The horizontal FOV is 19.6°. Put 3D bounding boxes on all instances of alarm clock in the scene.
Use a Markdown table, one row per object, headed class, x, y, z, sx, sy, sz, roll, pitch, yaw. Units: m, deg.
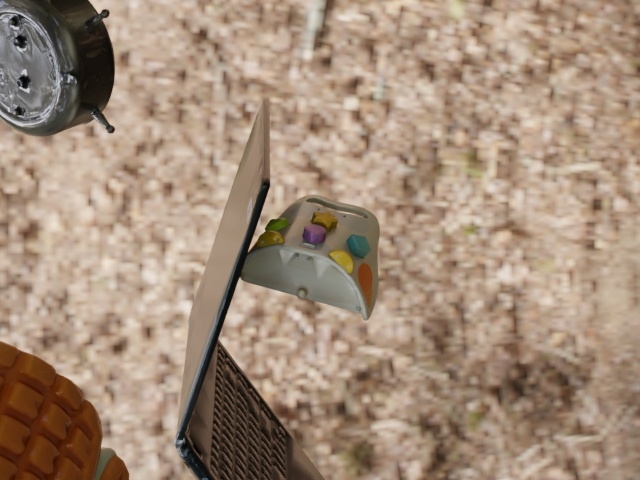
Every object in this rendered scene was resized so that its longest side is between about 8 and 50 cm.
| class | x | y | z | sx | sy | sz | roll | pitch | yaw |
| --- | --- | --- | --- | --- | --- | --- | --- | --- | --- |
| alarm clock | -0.256 | -0.158 | 1.592 | 0.192 | 0.064 | 0.129 | 16 | 116 | 37 |

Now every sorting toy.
| class | x | y | z | sx | sy | sz | roll | pitch | yaw |
| --- | --- | --- | --- | --- | --- | --- | --- | --- | --- |
| sorting toy | 0.000 | 0.000 | 1.073 | 0.083 | 0.075 | 0.044 | 15 | 126 | 11 |

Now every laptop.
| class | x | y | z | sx | sy | sz | roll | pitch | yaw |
| --- | --- | --- | --- | --- | --- | --- | --- | --- | --- |
| laptop | -0.011 | 0.077 | 1.136 | 0.137 | 0.234 | 0.264 | -34 | 104 | 8 |

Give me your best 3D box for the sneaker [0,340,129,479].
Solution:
| class | x | y | z | sx | sy | sz | roll | pitch | yaw |
| --- | --- | --- | --- | --- | --- | --- | --- | --- | --- |
| sneaker | -0.106 | 0.107 | 0.493 | 0.121 | 0.262 | 0.099 | 7 | 56 | 20 |
